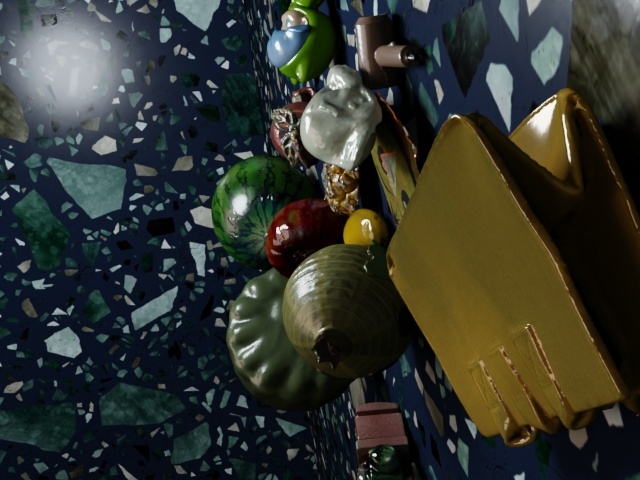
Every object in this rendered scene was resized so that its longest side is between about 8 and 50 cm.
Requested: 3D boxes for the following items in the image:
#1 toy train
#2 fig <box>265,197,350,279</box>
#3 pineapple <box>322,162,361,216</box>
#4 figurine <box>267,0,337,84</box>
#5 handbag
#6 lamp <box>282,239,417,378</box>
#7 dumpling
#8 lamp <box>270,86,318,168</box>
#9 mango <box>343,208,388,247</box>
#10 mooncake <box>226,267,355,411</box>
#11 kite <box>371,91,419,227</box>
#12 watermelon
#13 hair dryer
[{"bbox_3d":[0.141,0.525,1.583,0.221,0.150,0.304,-95,-1,-55],"label":"toy train"},{"bbox_3d":[-0.004,0.007,1.639,0.263,0.224,0.224,32,-136,-72],"label":"fig"},{"bbox_3d":[0.043,-0.148,1.512,0.225,0.076,0.225,180,90,-85],"label":"pineapple"},{"bbox_3d":[-0.031,-0.469,1.536,0.162,0.143,0.263,-152,69,-69],"label":"figurine"},{"bbox_3d":[0.196,0.058,0.727,0.401,0.133,0.283,104,149,-70],"label":"handbag"},{"bbox_3d":[0.046,0.134,1.267,0.284,0.250,0.250,-53,-41,-62],"label":"lamp"},{"bbox_3d":[0.036,-0.198,1.149,0.229,0.124,0.151,51,127,54],"label":"dumpling"},{"bbox_3d":[-0.053,-0.284,1.797,0.223,0.151,0.215,-165,69,-82],"label":"lamp"},{"bbox_3d":[0.091,-0.015,1.444,0.190,0.075,0.098,150,104,-79],"label":"mango"},{"bbox_3d":[-0.054,0.232,1.754,0.194,0.356,0.356,107,152,-65],"label":"mooncake"},{"bbox_3d":[0.126,-0.102,1.195,0.327,0.013,0.377,81,165,-62],"label":"kite"},{"bbox_3d":[-0.160,-0.084,2.129,0.363,0.363,0.363,170,90,-81],"label":"watermelon"},{"bbox_3d":[0.111,-0.286,1.091,0.182,0.064,0.117,-144,43,-66],"label":"hair dryer"}]
